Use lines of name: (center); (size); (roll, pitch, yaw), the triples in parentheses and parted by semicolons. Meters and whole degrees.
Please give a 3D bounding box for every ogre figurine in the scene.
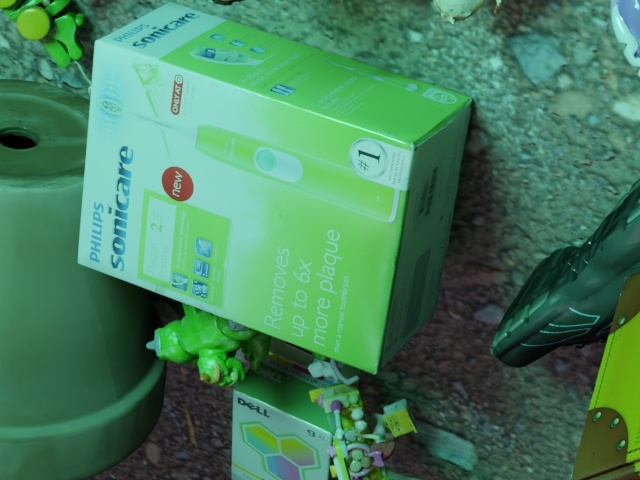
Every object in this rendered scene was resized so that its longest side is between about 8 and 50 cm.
ogre figurine: (-0.073, 0.079, 1.682); (0.197, 0.118, 0.097); (5, 94, 49)

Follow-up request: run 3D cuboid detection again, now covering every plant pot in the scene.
plant pot: (-0.283, 0.020, 1.704); (0.323, 0.323, 0.280); (23, 125, 16)

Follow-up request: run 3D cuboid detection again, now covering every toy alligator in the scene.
toy alligator: (-0.229, -0.192, 1.611); (0.051, 0.056, 0.190); (-41, 103, 11)

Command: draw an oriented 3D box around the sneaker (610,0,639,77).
sneaker: (0.305, -0.119, 1.251); (0.236, 0.095, 0.104); (33, 138, -6)

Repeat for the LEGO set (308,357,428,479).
LEGO set: (0.080, 0.220, 1.724); (0.132, 0.107, 0.287); (-35, 108, 10)

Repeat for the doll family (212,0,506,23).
doll family: (0.022, -0.233, 1.327); (0.262, 0.118, 0.163); (5, 145, -6)

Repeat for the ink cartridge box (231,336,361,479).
ink cartridge box: (-0.025, 0.176, 1.832); (0.109, 0.062, 0.209); (24, 141, 16)

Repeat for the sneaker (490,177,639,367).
sneaker: (0.228, 0.047, 1.473); (0.106, 0.101, 0.267); (38, 143, -6)

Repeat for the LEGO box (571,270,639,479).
LEGO box: (0.473, 0.113, 1.206); (0.372, 0.193, 0.500); (35, 144, -20)

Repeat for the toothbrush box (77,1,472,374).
toothbrush box: (-0.041, -0.046, 1.516); (0.283, 0.122, 0.206); (21, 120, 21)
